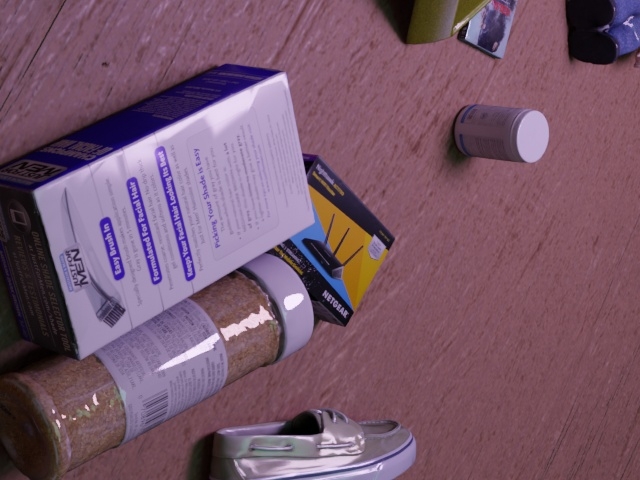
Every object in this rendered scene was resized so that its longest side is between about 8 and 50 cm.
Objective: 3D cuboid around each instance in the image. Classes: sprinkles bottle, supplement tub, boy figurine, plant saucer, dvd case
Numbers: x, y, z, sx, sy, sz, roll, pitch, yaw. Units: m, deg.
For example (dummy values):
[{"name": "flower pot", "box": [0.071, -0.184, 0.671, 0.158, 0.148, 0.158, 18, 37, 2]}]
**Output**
[{"name": "sprinkles bottle", "box": [-0.169, 0.127, 1.516, 0.355, 0.121, 0.121, -26, 116, -39]}, {"name": "supplement tub", "box": [0.234, -0.139, 1.874, 0.071, 0.107, 0.071, -12, 107, -43]}, {"name": "boy figurine", "box": [0.475, -0.346, 2.085, 0.285, 0.092, 0.177, -28, 117, -39]}, {"name": "plant saucer", "box": [0.190, -0.333, 1.751, 0.188, 0.045, 0.188, -43, 162, -24]}, {"name": "dvd case", "box": [0.226, -0.308, 1.897, 0.087, 0.013, 0.119, 19, 84, -46]}]

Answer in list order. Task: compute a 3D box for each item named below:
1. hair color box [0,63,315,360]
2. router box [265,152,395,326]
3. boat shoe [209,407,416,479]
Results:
[{"name": "hair color box", "box": [-0.169, -0.039, 1.492, 0.339, 0.110, 0.185, -31, 121, -39]}, {"name": "router box", "box": [0.000, 0.000, 1.713, 0.179, 0.046, 0.133, 45, 67, -41]}, {"name": "boat shoe", "box": [-0.001, 0.250, 1.725, 0.302, 0.109, 0.094, -8, 102, -41]}]
